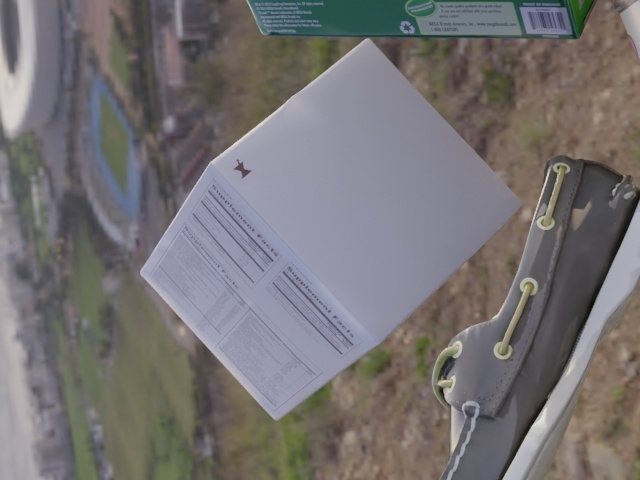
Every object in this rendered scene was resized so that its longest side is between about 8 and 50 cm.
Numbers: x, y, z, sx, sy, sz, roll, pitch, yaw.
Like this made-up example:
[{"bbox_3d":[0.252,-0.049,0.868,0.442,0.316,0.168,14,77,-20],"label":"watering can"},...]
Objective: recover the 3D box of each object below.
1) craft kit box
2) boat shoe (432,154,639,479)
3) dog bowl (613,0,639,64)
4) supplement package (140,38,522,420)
[{"bbox_3d":[0.104,-0.243,0.950,0.250,0.246,0.061,6,138,31],"label":"craft kit box"},{"bbox_3d":[0.127,0.080,0.847,0.091,0.305,0.109,26,161,15],"label":"boat shoe"},{"bbox_3d":[0.418,-0.286,1.130,0.150,0.408,0.408,54,154,-1],"label":"dog bowl"},{"bbox_3d":[0.000,0.000,1.180,0.198,0.199,0.262,47,151,2],"label":"supplement package"}]
